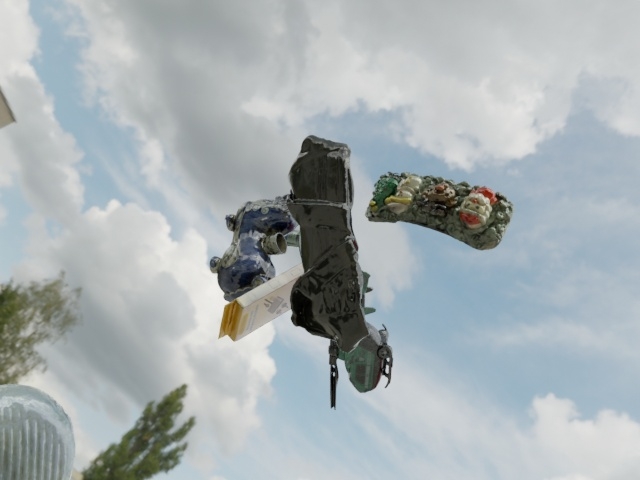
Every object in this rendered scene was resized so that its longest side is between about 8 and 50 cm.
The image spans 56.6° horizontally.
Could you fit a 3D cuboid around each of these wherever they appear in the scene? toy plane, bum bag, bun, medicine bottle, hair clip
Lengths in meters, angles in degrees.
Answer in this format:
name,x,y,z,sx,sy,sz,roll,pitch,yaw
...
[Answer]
name,x,y,z,sx,sy,sz,roll,pitch,yaw
toy plane,0.090,0.232,1.405,0.155,0.106,0.382,-1,-62,-2
bum bag,0.000,0.000,0.854,0.142,0.079,0.326,-22,-112,44
bun,-0.294,0.195,0.530,0.083,0.141,0.141,7,-50,49
medicine bottle,-0.073,-0.005,1.611,0.191,0.051,0.051,7,-49,55
hair clip,0.223,-0.080,1.200,0.321,0.138,0.091,15,-20,37

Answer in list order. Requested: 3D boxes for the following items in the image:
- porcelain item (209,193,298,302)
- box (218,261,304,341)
name,x,y,z,sx,sy,sz,roll,pitch,yaw
porcelain item,-0.144,0.017,1.428,0.186,0.288,0.138,-14,-45,28
box,-0.109,0.133,1.290,0.033,0.247,0.129,44,-40,23
